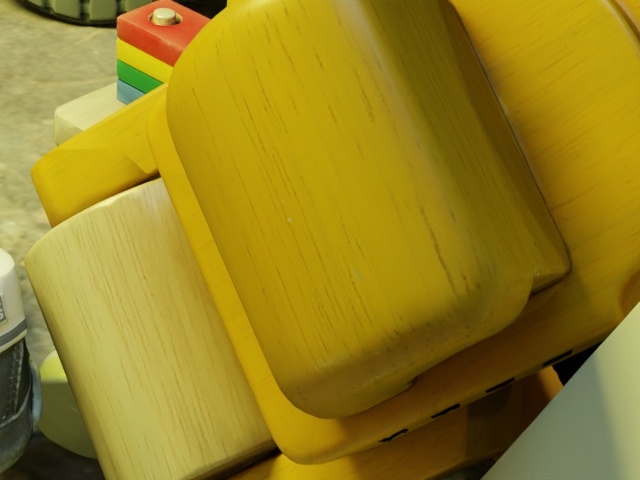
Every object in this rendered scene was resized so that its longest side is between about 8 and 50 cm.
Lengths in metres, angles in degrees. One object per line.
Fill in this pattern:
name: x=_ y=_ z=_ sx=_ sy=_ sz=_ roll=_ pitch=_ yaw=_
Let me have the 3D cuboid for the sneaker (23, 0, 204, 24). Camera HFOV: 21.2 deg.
sneaker: x=-0.119 y=-0.214 z=1.285 sx=0.267 sy=0.101 sz=0.106 roll=1 pitch=12 yaw=-5

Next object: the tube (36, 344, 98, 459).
tube: x=-0.077 y=0.009 z=0.913 sx=0.070 sy=0.062 sz=0.240 roll=25 pitch=49 yaw=-1

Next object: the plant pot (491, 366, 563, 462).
plant pot: x=0.119 y=0.029 z=0.855 sx=0.205 sy=0.205 sz=0.188 roll=-16 pitch=55 yaw=-28

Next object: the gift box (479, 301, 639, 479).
gift box: x=0.208 y=0.165 z=0.576 sx=0.276 sy=0.258 sz=0.255 roll=26 pitch=26 yaw=-30

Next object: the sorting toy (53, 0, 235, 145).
sorting toy: x=0.007 y=-0.095 z=1.101 sx=0.255 sy=0.089 sz=0.257 roll=29 pitch=40 yaw=32

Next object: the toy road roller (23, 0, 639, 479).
toy road roller: x=0.000 y=0.000 z=0.681 sx=0.240 sy=0.330 sz=0.202 roll=1 pitch=64 yaw=-64

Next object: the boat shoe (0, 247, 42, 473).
boat shoe: x=-0.200 y=0.041 z=0.862 sx=0.108 sy=0.102 sz=0.301 roll=-18 pitch=18 yaw=-20
